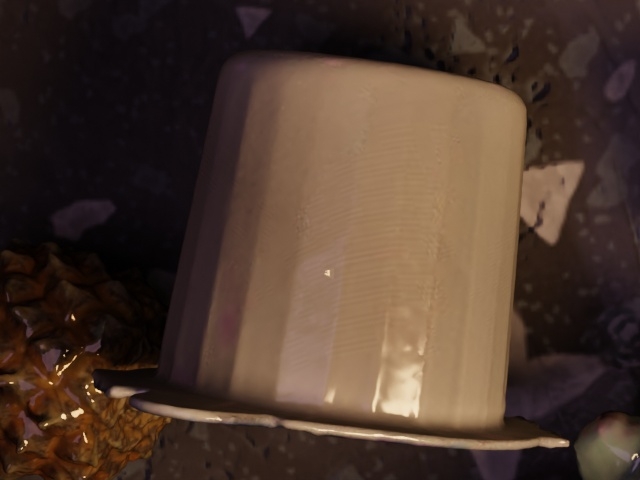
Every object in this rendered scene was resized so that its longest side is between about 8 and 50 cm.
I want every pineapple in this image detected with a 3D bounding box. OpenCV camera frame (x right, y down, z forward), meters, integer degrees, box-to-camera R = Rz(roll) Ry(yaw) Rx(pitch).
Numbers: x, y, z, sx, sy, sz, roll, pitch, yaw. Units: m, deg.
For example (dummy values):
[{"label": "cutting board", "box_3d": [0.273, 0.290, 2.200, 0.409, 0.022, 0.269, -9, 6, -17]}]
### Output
[{"label": "pineapple", "box_3d": [-0.190, 0.074, 1.199, 0.193, 0.166, 0.166, 15, 106, 27]}]

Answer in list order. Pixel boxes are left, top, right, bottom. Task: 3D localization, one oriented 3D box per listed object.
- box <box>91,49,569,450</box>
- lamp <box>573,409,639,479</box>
[{"label": "box", "box_3d": [0.000, 0.000, 1.071, 0.262, 0.291, 0.206, 7, 89, 35]}, {"label": "lamp", "box_3d": [0.210, 0.214, 1.061, 0.301, 0.247, 0.247, -34, 95, 26]}]
